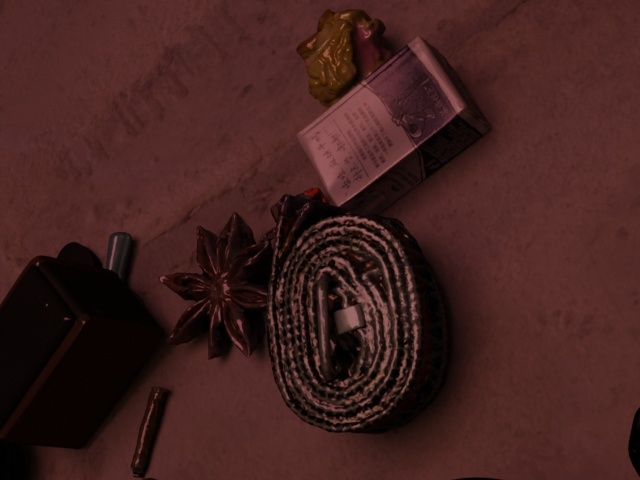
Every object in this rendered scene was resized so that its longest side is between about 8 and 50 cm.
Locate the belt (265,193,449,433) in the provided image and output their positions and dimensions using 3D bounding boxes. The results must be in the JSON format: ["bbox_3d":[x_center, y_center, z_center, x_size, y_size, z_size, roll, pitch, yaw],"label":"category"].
[{"bbox_3d":[0.043,0.092,1.698,0.207,0.160,0.295,-1,84,24],"label":"belt"}]

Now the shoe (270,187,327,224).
[{"bbox_3d":[0.001,0.001,1.877,0.077,0.074,0.194,-36,50,6],"label":"shoe"}]

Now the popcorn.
[{"bbox_3d":[0.035,-0.255,1.941,0.126,0.126,0.145,14,96,28],"label":"popcorn"}]

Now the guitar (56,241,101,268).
[{"bbox_3d":[-0.430,0.108,2.163,0.233,0.025,0.088,-52,50,3],"label":"guitar"}]

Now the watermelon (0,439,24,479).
[{"bbox_3d":[-0.526,0.328,2.019,0.188,0.188,0.214,41,103,41],"label":"watermelon"}]

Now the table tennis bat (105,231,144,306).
[{"bbox_3d":[-0.318,0.101,2.082,0.149,0.038,0.237,-5,69,34],"label":"table tennis bat"}]

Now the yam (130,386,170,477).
[{"bbox_3d":[-0.243,0.272,1.950,0.033,0.027,0.129,0,70,37],"label":"yam"}]

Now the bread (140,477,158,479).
[{"bbox_3d":[-0.219,0.433,1.749,0.143,0.195,0.269,-34,48,10],"label":"bread"}]

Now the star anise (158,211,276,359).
[{"bbox_3d":[-0.119,0.060,1.925,0.262,0.081,0.230,-43,49,25],"label":"star anise"}]

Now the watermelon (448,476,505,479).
[{"bbox_3d":[0.169,0.408,1.392,0.363,0.363,0.363,-16,60,29],"label":"watermelon"}]

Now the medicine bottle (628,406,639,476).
[{"bbox_3d":[0.498,0.119,1.368,0.242,0.242,0.395,27,73,41],"label":"medicine bottle"}]

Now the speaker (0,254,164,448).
[{"bbox_3d":[-0.374,0.164,1.967,0.153,0.192,0.231,45,106,33],"label":"speaker"}]

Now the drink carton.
[{"bbox_3d":[0.095,-0.145,1.844,0.222,0.102,0.134,-37,66,16],"label":"drink carton"}]
